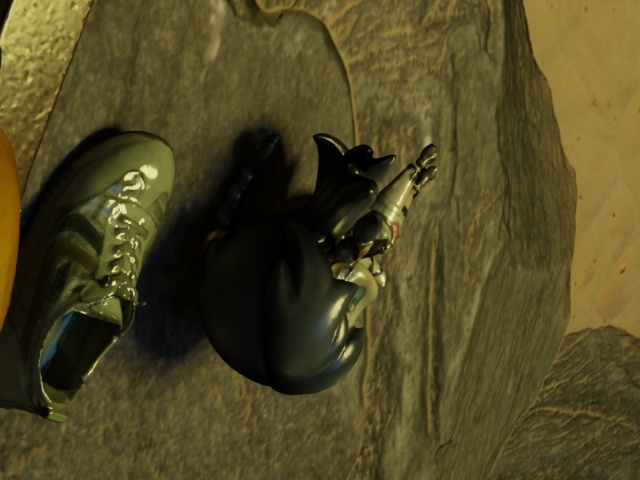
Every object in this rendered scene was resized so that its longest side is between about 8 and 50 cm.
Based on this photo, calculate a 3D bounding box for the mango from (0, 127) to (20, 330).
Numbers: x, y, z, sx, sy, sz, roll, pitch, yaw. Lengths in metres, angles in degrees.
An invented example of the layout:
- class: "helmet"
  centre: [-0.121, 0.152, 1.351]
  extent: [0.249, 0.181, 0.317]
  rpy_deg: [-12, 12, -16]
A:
- class: "mango"
  centre: [-0.303, 0.043, 1.255]
  extent: [0.201, 0.199, 0.350]
  rpy_deg: [3, 138, -34]

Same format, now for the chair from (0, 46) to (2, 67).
- class: "chair"
  centre: [-0.263, -0.236, 1.202]
  extent: [0.275, 0.203, 0.190]
  rpy_deg: [-61, 156, -15]

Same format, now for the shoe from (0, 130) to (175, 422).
- class: "shoe"
  centre: [-0.198, 0.031, 1.526]
  extent: [0.275, 0.098, 0.103]
  rpy_deg: [-62, 148, -8]

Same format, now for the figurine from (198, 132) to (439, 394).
- class: "figurine"
  centre: [-0.006, 0.014, 1.683]
  extent: [0.175, 0.197, 0.265]
  rpy_deg: [61, 41, -47]

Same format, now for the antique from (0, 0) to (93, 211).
- class: "antique"
  centre: [-0.239, -0.169, 1.355]
  extent: [0.087, 0.093, 0.310]
  rpy_deg: [14, 98, -54]
